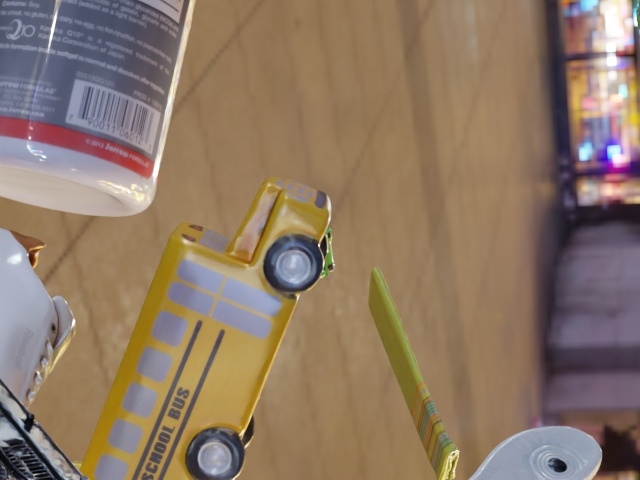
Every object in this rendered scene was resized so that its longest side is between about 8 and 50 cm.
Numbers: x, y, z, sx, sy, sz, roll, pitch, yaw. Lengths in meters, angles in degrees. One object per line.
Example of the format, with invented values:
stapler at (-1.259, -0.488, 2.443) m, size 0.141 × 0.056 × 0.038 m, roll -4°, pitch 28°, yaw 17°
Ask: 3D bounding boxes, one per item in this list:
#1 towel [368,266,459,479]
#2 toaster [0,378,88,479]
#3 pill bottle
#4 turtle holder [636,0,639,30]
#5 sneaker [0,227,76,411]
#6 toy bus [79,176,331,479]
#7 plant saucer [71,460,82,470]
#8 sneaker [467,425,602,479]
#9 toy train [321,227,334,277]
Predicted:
towel at (0.104, 0.150, 1.665) m, size 0.102 × 0.021 × 0.237 m, roll 94°, pitch -23°, yaw -63°
toaster at (-0.242, 0.151, 0.832) m, size 0.186 × 0.168 × 0.110 m, roll -1°, pitch 118°, yaw -43°
pill bottle at (-0.231, -0.221, 1.451) m, size 0.210 × 0.210 × 0.362 m, roll 43°, pitch 56°, yaw -70°
turtle holder at (0.453, -0.185, 1.312) m, size 0.243 × 0.320 × 0.227 m, roll -57°, pitch 169°, yaw -29°
sneaker at (-0.252, 0.103, 1.215) m, size 0.106 × 0.123 × 0.290 m, roll -54°, pitch -140°, yaw 45°
toy bus at (-0.099, 0.101, 1.276) m, size 0.108 × 0.130 × 0.332 m, roll -74°, pitch -174°, yaw -81°
plant saucer at (-0.216, 0.323, 1.349) m, size 0.241 × 0.037 × 0.241 m, roll -19°, pitch 90°, yaw -73°
sneaker at (0.168, 0.262, 1.376) m, size 0.217 × 0.079 × 0.121 m, roll -25°, pitch 138°, yaw -32°
toy train at (0.000, 0.000, 1.451) m, size 0.024 × 0.017 × 0.083 m, roll -25°, pitch 127°, yaw -25°
